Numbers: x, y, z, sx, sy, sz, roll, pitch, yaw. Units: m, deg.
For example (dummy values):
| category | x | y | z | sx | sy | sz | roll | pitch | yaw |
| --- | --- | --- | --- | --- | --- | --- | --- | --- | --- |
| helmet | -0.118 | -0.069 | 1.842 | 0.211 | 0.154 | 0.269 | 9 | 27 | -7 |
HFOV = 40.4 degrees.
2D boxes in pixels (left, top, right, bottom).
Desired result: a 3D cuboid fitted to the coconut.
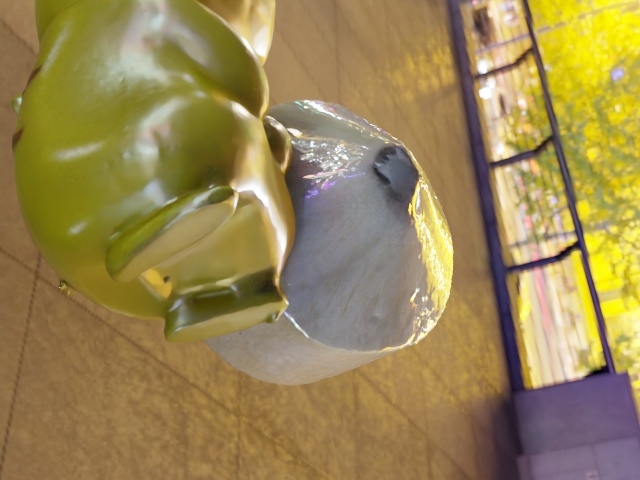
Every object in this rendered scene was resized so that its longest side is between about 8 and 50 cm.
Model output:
| category | x | y | z | sx | sy | sz | roll | pitch | yaw |
| --- | --- | --- | --- | --- | --- | --- | --- | --- | --- |
| coconut | 0.000 | 0.000 | 0.658 | 0.202 | 0.222 | 0.202 | 13 | 62 | -27 |

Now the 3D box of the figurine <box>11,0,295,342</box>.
| category | x | y | z | sx | sy | sz | roll | pitch | yaw |
| --- | --- | --- | --- | --- | --- | --- | --- | --- | --- |
| figurine | -0.107 | -0.096 | 0.551 | 0.218 | 0.169 | 0.327 | 77 | 7 | -59 |
